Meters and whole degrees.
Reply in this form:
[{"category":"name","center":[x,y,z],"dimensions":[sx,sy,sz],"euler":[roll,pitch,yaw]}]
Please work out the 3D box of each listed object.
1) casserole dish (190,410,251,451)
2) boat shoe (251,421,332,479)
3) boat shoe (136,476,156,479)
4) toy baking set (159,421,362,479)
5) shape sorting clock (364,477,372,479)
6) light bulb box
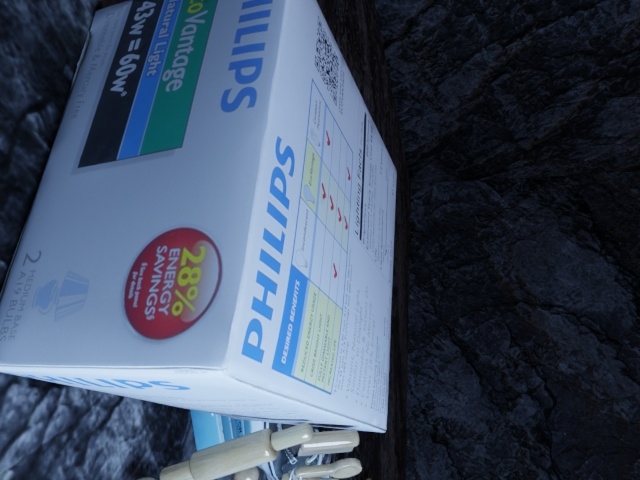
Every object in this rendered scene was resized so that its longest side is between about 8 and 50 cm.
[{"category":"casserole dish","center":[-0.132,0.238,0.708],"dimensions":[0.114,0.037,0.188],"euler":[-43,131,-69]},{"category":"boat shoe","center":[-0.038,0.358,0.878],"dimensions":[0.121,0.119,0.335],"euler":[-74,157,-48]},{"category":"boat shoe","center":[-0.176,0.303,0.534],"dimensions":[0.045,0.050,0.135],"euler":[-71,160,-79]},{"category":"toy baking set","center":[-0.069,0.262,0.549],"dimensions":[0.030,0.256,0.197],"euler":[-101,169,-45]},{"category":"shape sorting clock","center":[0.142,0.865,1.625],"dimensions":[0.206,0.040,0.206],"euler":[1,90,-71]},{"category":"light bulb box","center":[-0.071,-0.006,0.537],"dimensions":[0.361,0.225,0.358],"euler":[48,43,-57]}]
